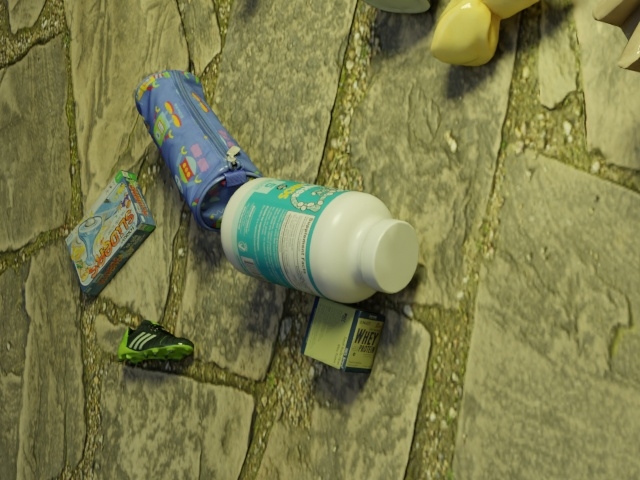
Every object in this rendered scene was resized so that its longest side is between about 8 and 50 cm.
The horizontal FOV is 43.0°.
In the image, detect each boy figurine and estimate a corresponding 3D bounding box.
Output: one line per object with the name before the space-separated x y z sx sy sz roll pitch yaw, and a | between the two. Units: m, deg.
boy figurine | 0.235 -0.341 0.997 0.177 0.092 0.285 37 106 40

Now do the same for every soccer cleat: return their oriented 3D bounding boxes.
soccer cleat | -0.276 0.166 1.352 0.178 0.060 0.072 -11 61 40

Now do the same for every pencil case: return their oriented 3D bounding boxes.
pencil case | -0.197 -0.155 1.310 0.306 0.119 0.133 56 140 34

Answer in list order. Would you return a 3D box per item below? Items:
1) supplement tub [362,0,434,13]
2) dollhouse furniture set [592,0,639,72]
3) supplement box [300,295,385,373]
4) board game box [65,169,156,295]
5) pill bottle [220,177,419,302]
supplement tub | 0.116 -0.416 1.100 0.117 0.117 0.191 11 87 42
dollhouse furniture set | 0.506 -0.158 0.663 0.394 0.256 0.362 -46 52 44
supplement box | 0.030 0.126 1.092 0.083 0.056 0.083 15 90 42
board game box | -0.392 -0.013 1.506 0.201 0.035 0.136 -46 54 24
pill bottle | 0.000 0.000 1.087 0.264 0.146 0.146 13 89 41
